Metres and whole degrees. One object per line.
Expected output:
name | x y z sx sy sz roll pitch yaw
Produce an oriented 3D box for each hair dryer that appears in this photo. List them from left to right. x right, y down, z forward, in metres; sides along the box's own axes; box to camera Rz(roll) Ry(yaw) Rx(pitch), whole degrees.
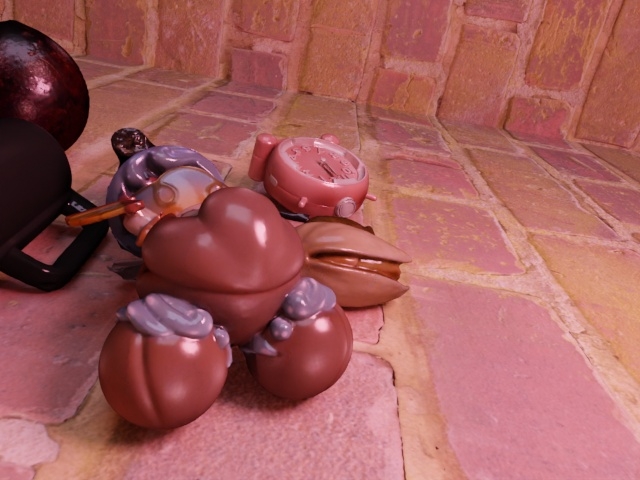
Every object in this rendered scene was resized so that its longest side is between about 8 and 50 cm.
hair dryer | -0.180 -0.092 0.964 0.360 0.120 0.303 15 -14 -7

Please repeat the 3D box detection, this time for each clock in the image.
clock | -0.009 -0.120 1.189 0.227 0.142 0.241 -8 39 -35

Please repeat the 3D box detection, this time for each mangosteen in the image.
mangosteen | -0.643 -0.305 1.145 0.293 0.297 0.297 -9 30 -42

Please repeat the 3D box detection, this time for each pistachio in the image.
pistachio | 0.032 0.038 0.846 0.223 0.126 0.152 7 -12 -9

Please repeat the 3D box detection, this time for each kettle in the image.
kettle | -0.463 -0.059 0.773 0.262 0.203 0.308 7 21 -3

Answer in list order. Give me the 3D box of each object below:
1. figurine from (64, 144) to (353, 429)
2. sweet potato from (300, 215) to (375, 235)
figurine | -0.154 0.031 0.688 0.277 0.248 0.388 -7 19 -29
sweet potato | 0.001 -0.007 0.978 0.286 0.085 0.112 -12 22 -41
